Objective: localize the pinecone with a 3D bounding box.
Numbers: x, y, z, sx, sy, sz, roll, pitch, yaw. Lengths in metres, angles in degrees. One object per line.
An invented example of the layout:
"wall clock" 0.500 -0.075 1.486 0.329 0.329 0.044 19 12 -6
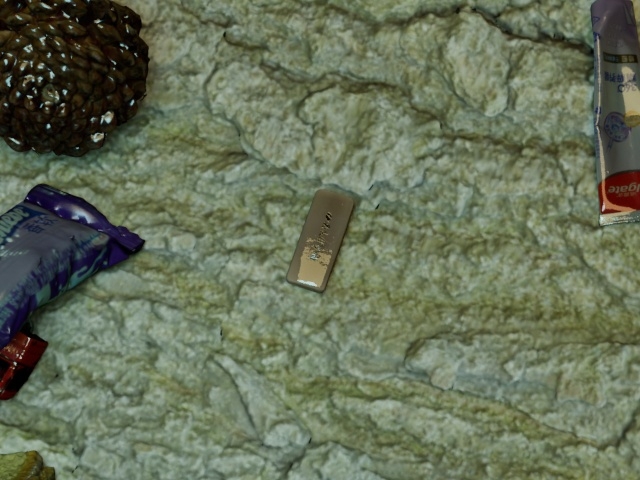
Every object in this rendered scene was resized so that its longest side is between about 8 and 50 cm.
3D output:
"pinecone" -0.287 -0.207 1.485 0.222 0.221 0.221 0 74 -2

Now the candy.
"candy" -0.314 0.023 1.427 0.145 0.070 0.275 28 36 15

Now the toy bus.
"toy bus" -0.393 0.088 1.452 0.195 0.081 0.089 29 85 5

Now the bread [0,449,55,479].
"bread" -0.342 0.262 1.369 0.147 0.152 0.127 -3 66 -1

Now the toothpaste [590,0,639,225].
"toothpaste" 0.345 -0.167 1.568 0.075 0.048 0.301 -2 76 -7

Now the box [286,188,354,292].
"box" 0.000 0.000 1.517 0.048 0.025 0.115 20 73 2
